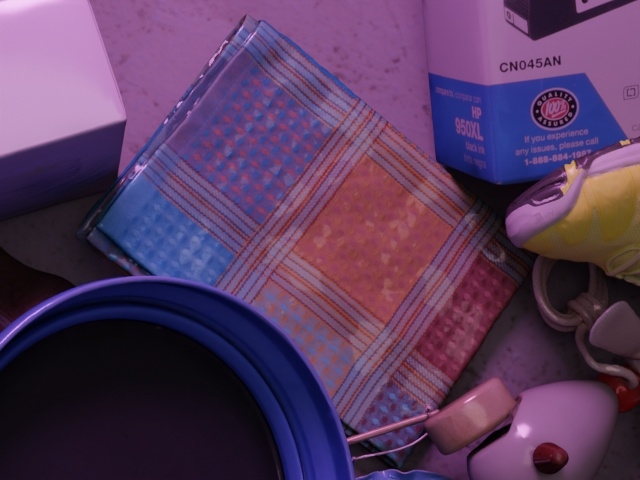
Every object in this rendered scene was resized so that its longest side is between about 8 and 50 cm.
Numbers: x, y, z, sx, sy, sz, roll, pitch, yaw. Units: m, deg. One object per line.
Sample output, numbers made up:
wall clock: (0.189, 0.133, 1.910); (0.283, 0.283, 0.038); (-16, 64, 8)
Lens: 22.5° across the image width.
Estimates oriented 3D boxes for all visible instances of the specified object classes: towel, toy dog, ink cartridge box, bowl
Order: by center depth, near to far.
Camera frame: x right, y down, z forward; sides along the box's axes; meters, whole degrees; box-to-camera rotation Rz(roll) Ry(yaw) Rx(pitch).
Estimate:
bowl: (-0.146, 0.225, 1.310); (0.391, 0.077, 0.391); (7, 79, -35)
toy dog: (0.250, 0.147, 1.432); (0.220, 0.161, 0.334); (42, 65, -7)
ink cartridge box: (0.246, -0.272, 1.482); (0.285, 0.166, 0.395); (-9, 103, -13)
towel: (0.000, 0.000, 1.488); (0.370, 0.040, 0.271); (38, 74, -9)

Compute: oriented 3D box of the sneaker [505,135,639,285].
sneaker: (0.346, -0.002, 1.446); (0.384, 0.145, 0.147); (1, 68, -24)

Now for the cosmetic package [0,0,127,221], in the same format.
cosmetic package: (-0.297, -0.101, 1.398); (0.224, 0.225, 0.138); (-18, 80, -12)

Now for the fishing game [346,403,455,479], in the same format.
fishing game: (0.072, 0.298, 1.458); (0.189, 0.041, 0.264); (-21, 87, -7)

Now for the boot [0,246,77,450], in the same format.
boot: (-0.306, 0.113, 1.385); (0.206, 0.090, 0.248); (30, 55, 22)
